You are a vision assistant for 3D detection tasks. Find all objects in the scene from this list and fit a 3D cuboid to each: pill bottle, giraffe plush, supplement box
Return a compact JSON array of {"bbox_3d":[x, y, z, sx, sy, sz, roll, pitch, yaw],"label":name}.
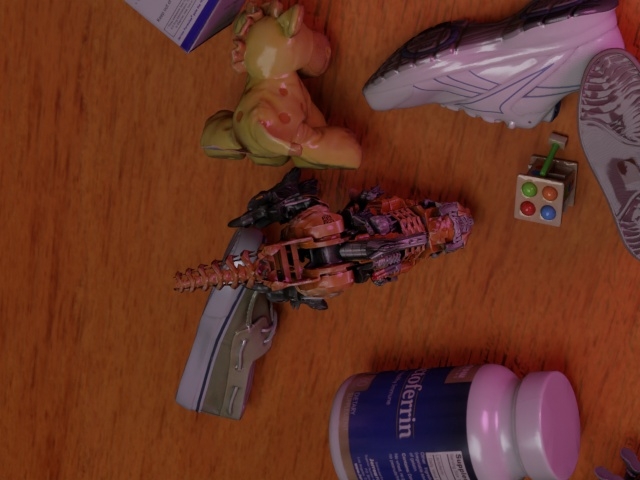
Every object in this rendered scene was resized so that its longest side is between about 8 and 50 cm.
[{"bbox_3d":[0.156,0.222,1.793,0.264,0.153,0.153,-7,112,28],"label":"pill bottle"},{"bbox_3d":[-0.050,-0.173,1.697,0.181,0.210,0.170,5,88,27],"label":"giraffe plush"},{"bbox_3d":[-0.181,-0.329,1.696,0.220,0.111,0.114,38,125,3],"label":"supplement box"}]

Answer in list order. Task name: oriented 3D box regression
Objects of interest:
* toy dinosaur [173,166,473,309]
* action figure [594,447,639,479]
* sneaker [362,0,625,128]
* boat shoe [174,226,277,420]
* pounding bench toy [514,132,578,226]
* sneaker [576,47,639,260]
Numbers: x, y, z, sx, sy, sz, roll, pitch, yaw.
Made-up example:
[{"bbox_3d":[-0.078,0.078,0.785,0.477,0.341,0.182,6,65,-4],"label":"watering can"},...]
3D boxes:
[{"bbox_3d":[0.000,0.000,1.699,0.322,0.218,0.164,9,90,-23],"label":"toy dinosaur"},{"bbox_3d":[0.322,0.342,1.811,0.063,0.137,0.232,42,138,29],"label":"action figure"},{"bbox_3d":[0.180,-0.169,1.610,0.297,0.111,0.129,-10,116,31],"label":"sneaker"},{"bbox_3d":[-0.100,0.104,1.901,0.094,0.109,0.302,19,132,-2],"label":"boat shoe"},{"bbox_3d":[0.242,-0.067,1.653,0.052,0.065,0.083,12,119,20],"label":"pounding bench toy"},{"bbox_3d":[0.317,-0.095,1.573,0.083,0.118,0.222,-11,105,18],"label":"sneaker"}]
